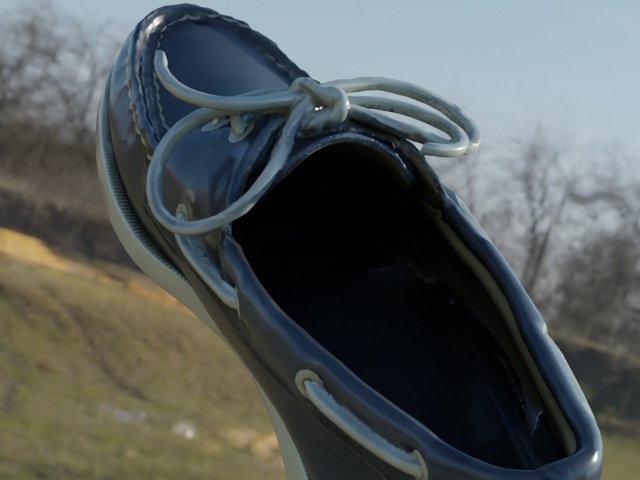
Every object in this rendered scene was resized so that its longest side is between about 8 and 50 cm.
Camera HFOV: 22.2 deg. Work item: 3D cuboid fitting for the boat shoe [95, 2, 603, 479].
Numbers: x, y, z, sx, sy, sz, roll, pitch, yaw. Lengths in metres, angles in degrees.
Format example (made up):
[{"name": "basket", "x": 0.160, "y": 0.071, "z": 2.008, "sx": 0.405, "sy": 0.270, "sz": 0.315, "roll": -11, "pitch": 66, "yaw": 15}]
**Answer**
[{"name": "boat shoe", "x": 0.000, "y": 0.000, "z": 0.452, "sx": 0.095, "sy": 0.079, "sz": 0.254, "roll": -7, "pitch": 43, "yaw": -18}]
